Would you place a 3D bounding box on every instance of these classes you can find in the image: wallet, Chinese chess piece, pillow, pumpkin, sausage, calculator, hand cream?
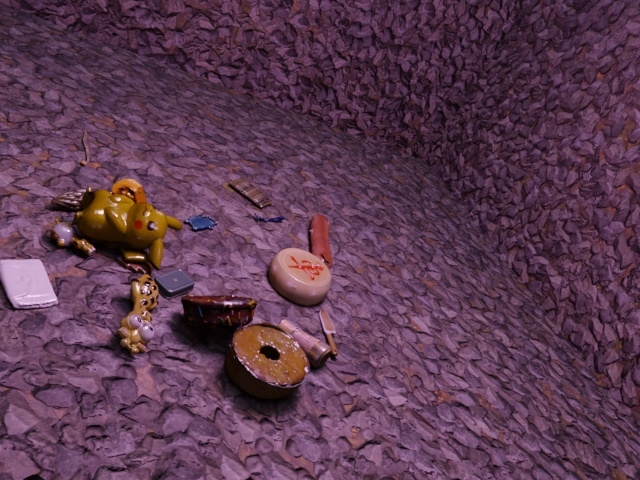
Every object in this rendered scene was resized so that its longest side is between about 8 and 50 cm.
[{"bbox_3d":[-0.805,0.114,1.534,0.124,0.031,0.183,2,37,-46],"label":"wallet"},{"bbox_3d":[-0.076,0.134,2.131,0.251,0.097,0.250,22,28,-13],"label":"Chinese chess piece"},{"bbox_3d":[-0.317,-0.220,2.557,0.203,0.038,0.113,36,28,11],"label":"pillow"},{"bbox_3d":[-0.662,-0.116,1.953,0.119,0.108,0.183,-14,84,-20],"label":"pumpkin"},{"bbox_3d":[0.000,0.000,2.437,0.418,0.094,0.094,-92,157,-59],"label":"sausage"},{"bbox_3d":[-0.463,-0.070,2.186,0.094,0.019,0.141,40,28,19],"label":"calculator"},{"bbox_3d":[-0.061,0.329,1.845,0.203,0.083,0.084,35,27,21],"label":"hand cream"}]

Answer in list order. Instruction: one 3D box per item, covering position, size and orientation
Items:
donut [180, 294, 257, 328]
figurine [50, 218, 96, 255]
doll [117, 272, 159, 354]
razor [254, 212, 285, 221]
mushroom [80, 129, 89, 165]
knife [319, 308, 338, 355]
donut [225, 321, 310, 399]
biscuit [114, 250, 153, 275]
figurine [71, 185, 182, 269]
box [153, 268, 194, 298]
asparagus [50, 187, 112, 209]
[{"bbox_3d":[-0.302,0.216,1.708,0.216,0.095,0.230,3,-3,31],"label":"donut"},{"bbox_3d":[-0.768,-0.003,1.728,0.143,0.068,0.101,40,12,17],"label":"figurine"},{"bbox_3d":[-0.518,0.202,1.604,0.117,0.086,0.291,50,18,-30],"label":"doll"},{"bbox_3d":[-0.222,-0.097,2.451,0.155,0.028,0.044,1,39,-41],"label":"razor"},{"bbox_3d":[-0.939,-0.371,2.236,0.026,0.028,0.286,-22,40,-3],"label":"mushroom"},{"bbox_3d":[0.032,0.326,1.992,0.046,0.022,0.256,12,27,-20],"label":"knife"},{"bbox_3d":[-0.164,0.363,1.664,0.272,0.107,0.272,28,26,-15],"label":"donut"},{"bbox_3d":[-0.601,0.068,1.819,0.130,0.019,0.119,10,33,-33],"label":"biscuit"},{"bbox_3d":[-0.622,-0.044,1.801,0.327,0.169,0.218,13,47,-11],"label":"figurine"},{"bbox_3d":[-0.474,0.137,1.812,0.091,0.031,0.126,40,30,19],"label":"box"},{"bbox_3d":[-0.787,-0.142,1.933,0.287,0.080,0.080,-7,45,-48],"label":"asparagus"}]
